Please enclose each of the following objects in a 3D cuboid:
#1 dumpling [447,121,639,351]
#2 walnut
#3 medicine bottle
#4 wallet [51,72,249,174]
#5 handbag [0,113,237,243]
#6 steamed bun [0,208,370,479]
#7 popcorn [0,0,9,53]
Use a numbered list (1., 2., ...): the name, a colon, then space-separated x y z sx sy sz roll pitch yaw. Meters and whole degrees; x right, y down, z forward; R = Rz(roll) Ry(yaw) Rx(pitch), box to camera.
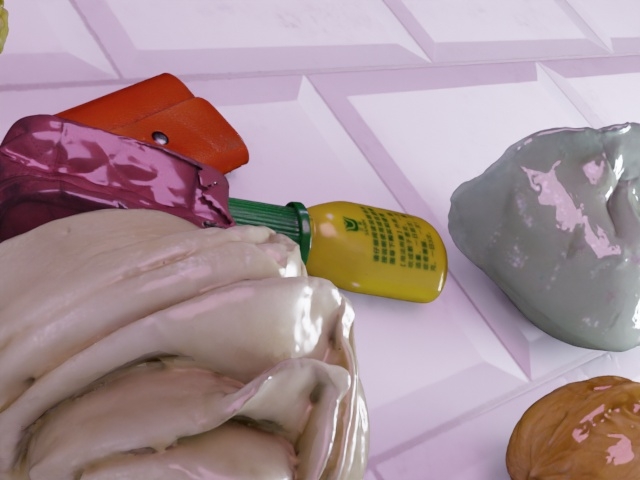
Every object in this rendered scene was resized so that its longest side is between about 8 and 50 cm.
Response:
1. dumpling: 0.312 -0.003 1.219 0.320 0.212 0.270 10 82 -50
2. walnut: 0.280 0.216 1.003 0.206 0.159 0.159 -8 57 -35
3. medicine bottle: 0.000 0.000 1.051 0.309 0.076 0.111 11 45 -32
4. wallet: -0.180 -0.100 1.030 0.142 0.045 0.204 45 39 8
5. handbag: -0.183 -0.005 0.856 0.225 0.146 0.135 18 37 -24
6. steamed bun: -0.095 0.103 0.704 0.276 0.203 0.289 -25 93 -21
7. popcorn: -0.365 -0.210 0.930 0.145 0.126 0.126 4 37 -4
